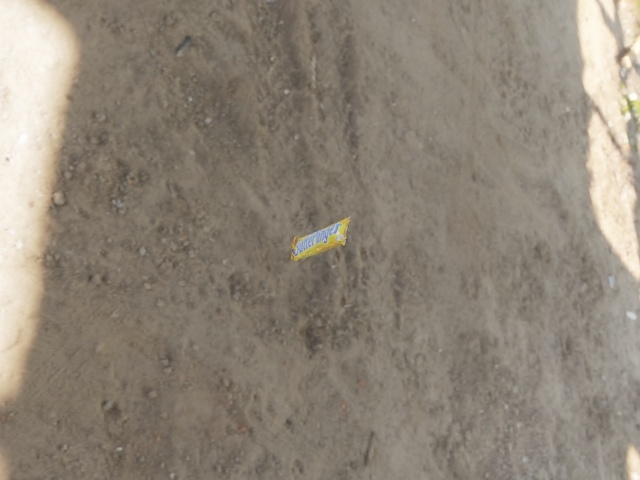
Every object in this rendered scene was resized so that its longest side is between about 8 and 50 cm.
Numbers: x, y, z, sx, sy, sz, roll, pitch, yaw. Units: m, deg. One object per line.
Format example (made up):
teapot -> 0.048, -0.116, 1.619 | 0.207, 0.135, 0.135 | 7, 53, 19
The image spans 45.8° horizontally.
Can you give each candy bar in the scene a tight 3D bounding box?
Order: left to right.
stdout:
candy bar -> 0.000, 0.000, 1.085 | 0.018, 0.161, 0.040 | 17, 72, -26
